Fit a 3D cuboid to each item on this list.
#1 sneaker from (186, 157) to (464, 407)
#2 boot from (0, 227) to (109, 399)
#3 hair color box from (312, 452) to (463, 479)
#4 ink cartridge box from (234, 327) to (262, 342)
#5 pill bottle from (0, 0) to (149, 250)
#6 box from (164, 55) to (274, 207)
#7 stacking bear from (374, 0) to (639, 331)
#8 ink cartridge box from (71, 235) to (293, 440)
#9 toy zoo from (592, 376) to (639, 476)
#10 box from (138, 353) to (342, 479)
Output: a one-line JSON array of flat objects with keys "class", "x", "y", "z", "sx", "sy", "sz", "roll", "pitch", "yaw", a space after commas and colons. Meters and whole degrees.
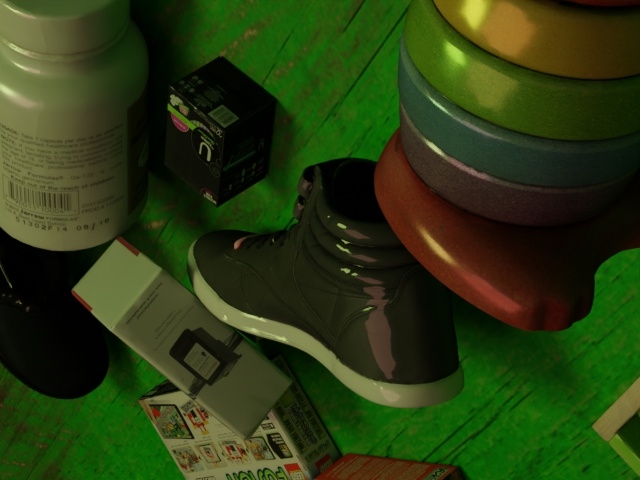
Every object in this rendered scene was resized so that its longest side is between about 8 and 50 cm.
[{"class": "sneaker", "x": 0.001, "y": 0.000, "z": 1.380, "sx": 0.295, "sy": 0.104, "sz": 0.147, "roll": 26, "pitch": 122, "yaw": 52}, {"class": "boot", "x": -0.253, "y": 0.047, "z": 1.678, "sx": 0.246, "sy": 0.094, "sz": 0.207, "roll": 58, "pitch": 168, "yaw": -14}, {"class": "hair color box", "x": 0.062, "y": 0.210, "z": 1.529, "sx": 0.141, "sy": 0.043, "sz": 0.072, "roll": 0, "pitch": 119, "yaw": 54}, {"class": "ink cartridge box", "x": -0.072, "y": 0.038, "z": 1.561, "sx": 0.083, "sy": 0.028, "sz": 0.048, "roll": 34, "pitch": 142, "yaw": 31}, {"class": "pill bottle", "x": -0.195, "y": -0.113, "z": 1.486, "sx": 0.131, "sy": 0.131, "sz": 0.229, "roll": 37, "pitch": 144, "yaw": 27}, {"class": "box", "x": -0.075, "y": -0.079, "z": 1.434, "sx": 0.062, "sy": 0.052, "sz": 0.083, "roll": 41, "pitch": 146, "yaw": 24}, {"class": "stacking bear", "x": 0.130, "y": -0.127, "z": 1.034, "sx": 0.164, "sy": 0.175, "sz": 0.289, "roll": 31, "pitch": 132, "yaw": 22}, {"class": "ink cartridge box", "x": -0.107, "y": 0.075, "z": 1.515, "sx": 0.150, "sy": 0.063, "sz": 0.109, "roll": 42, "pitch": 174, "yaw": -27}, {"class": "toy zoo", "x": 0.309, "y": 0.174, "z": 1.181, "sx": 0.293, "sy": 0.030, "sz": 0.192, "roll": 47, "pitch": 147, "yaw": 12}, {"class": "box", "x": -0.070, "y": 0.163, "z": 1.666, "sx": 0.207, "sy": 0.036, "sz": 0.114, "roll": -17, "pitch": 106, "yaw": 57}]
